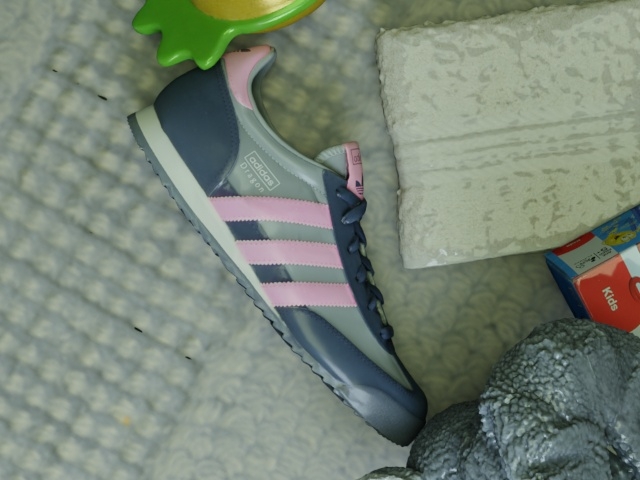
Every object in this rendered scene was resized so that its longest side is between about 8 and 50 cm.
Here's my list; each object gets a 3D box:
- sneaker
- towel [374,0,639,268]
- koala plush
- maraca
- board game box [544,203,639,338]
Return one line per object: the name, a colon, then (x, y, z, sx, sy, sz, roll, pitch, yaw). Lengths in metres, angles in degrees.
sneaker: (0.000, 0.000, 1.372, 0.131, 0.112, 0.319, -38, 93, 3)
towel: (0.187, -0.087, 1.406, 0.282, 0.049, 0.187, -8, 89, -3)
koala plush: (0.138, 0.159, 1.303, 0.196, 0.221, 0.203, -23, 95, -34)
maraca: (-0.054, -0.199, 1.371, 0.186, 0.099, 0.127, -38, 52, 1)
board game box: (0.369, 0.077, 1.367, 0.302, 0.086, 0.308, -29, 102, 0)
